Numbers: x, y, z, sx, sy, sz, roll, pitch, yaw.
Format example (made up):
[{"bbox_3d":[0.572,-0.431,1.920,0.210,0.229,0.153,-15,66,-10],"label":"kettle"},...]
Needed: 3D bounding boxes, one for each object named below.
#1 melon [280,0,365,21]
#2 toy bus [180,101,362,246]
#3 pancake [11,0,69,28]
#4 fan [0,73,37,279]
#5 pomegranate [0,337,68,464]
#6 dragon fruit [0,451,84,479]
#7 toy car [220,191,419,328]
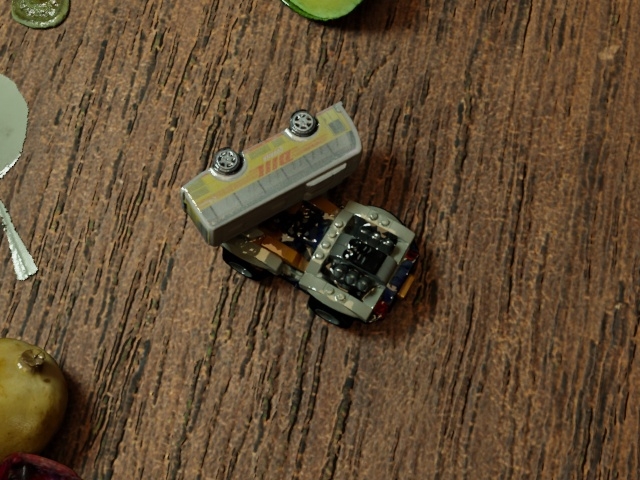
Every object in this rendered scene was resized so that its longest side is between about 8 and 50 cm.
[{"bbox_3d":[0.009,-0.462,1.375,0.265,0.129,0.169,38,60,16],"label":"melon"},{"bbox_3d":[-0.064,-0.094,1.188,0.268,0.092,0.106,-29,74,-16],"label":"toy bus"},{"bbox_3d":[-0.482,-0.407,1.452,0.108,0.017,0.108,-1,71,4],"label":"pancake"},{"bbox_3d":[-0.555,-0.118,1.384,0.233,0.012,0.414,-32,74,-3],"label":"fan"},{"bbox_3d":[-0.446,0.223,1.196,0.196,0.196,0.196,-1,75,5],"label":"pomegranate"},{"bbox_3d":[-0.353,0.489,1.166,0.286,0.228,0.329,43,114,40],"label":"dragon fruit"},{"bbox_3d":[0.001,0.000,1.251,0.301,0.118,0.193,28,73,15],"label":"toy car"}]
